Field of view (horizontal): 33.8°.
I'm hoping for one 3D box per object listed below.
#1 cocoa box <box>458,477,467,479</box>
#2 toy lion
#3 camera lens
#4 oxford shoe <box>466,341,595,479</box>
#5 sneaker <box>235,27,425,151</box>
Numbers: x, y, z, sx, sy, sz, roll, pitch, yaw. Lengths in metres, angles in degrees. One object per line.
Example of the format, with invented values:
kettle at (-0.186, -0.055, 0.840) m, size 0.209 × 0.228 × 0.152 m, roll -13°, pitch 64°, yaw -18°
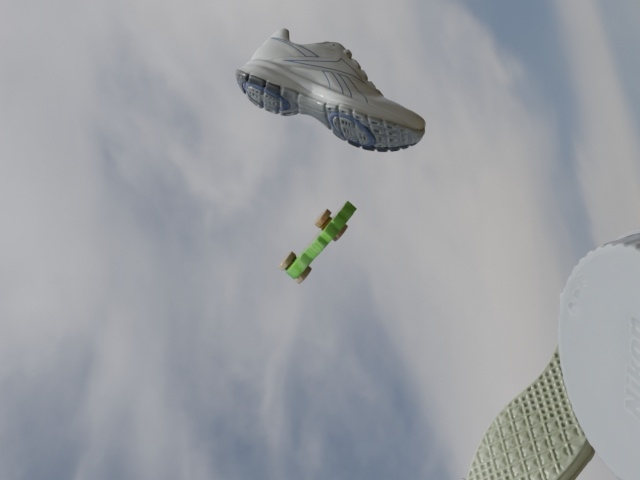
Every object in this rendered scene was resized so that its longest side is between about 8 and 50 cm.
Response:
cocoa box at (0.377, 0.524, 1.599) m, size 0.231 × 0.347 × 0.228 m, roll 53°, pitch -133°, yaw -53°
toy lion at (0.000, 0.000, 1.127) m, size 0.034 × 0.100 × 0.096 m, roll 40°, pitch 175°, yaw -3°
camera lens at (0.359, 0.077, 0.835) m, size 0.274 × 0.219 × 0.219 m, roll -10°, pitch -100°, yaw -21°
oxford shoe at (0.378, 0.259, 1.585) m, size 0.449 × 0.169 × 0.130 m, roll -54°, pitch -47°, yaw -15°
sneaker at (0.025, -0.229, 1.557) m, size 0.129 × 0.297 × 0.111 m, roll -61°, pitch -11°, yaw -19°
